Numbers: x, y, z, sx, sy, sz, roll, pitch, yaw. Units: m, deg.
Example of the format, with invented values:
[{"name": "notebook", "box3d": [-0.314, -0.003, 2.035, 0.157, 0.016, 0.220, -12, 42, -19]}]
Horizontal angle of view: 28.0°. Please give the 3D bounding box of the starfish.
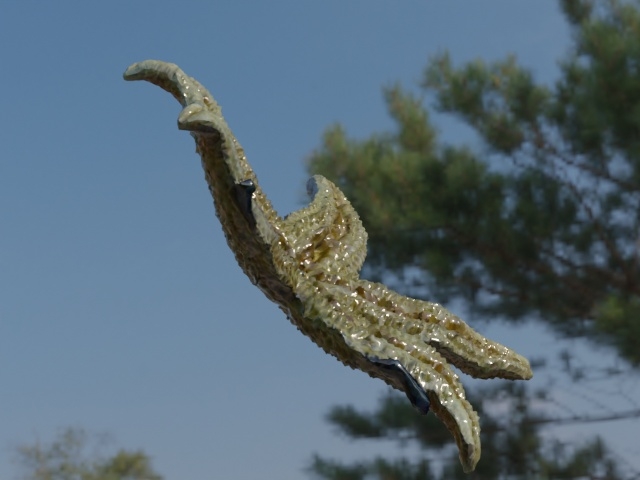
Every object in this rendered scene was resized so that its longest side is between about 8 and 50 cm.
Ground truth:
[{"name": "starfish", "box3d": [0.000, 0.000, 0.520, 0.053, 0.208, 0.176, -42, 7, 14]}]
